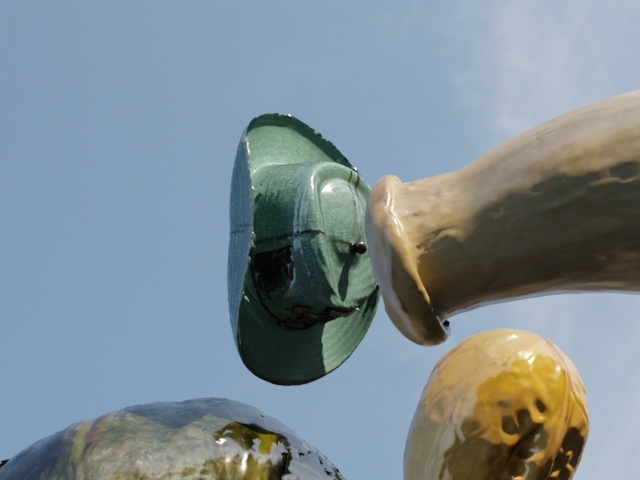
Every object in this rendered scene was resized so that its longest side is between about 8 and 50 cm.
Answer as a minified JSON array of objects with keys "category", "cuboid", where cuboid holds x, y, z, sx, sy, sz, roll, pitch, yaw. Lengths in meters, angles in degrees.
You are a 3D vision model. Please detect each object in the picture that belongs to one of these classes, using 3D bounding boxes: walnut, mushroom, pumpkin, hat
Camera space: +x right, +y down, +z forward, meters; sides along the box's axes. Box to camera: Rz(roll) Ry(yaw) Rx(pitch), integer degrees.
[{"category":"walnut","cuboid":[0.158,0.181,1.428,0.159,0.159,0.207,31,-98,-47]},{"category":"mushroom","cuboid":[0.144,-0.016,0.744,0.247,0.096,0.108,-7,-67,3]},{"category":"pumpkin","cuboid":[-0.103,0.258,1.066,0.320,0.192,0.321,0,-78,2]},{"category":"hat","cuboid":[0.000,0.000,1.059,0.138,0.078,0.191,21,-114,-45]}]
